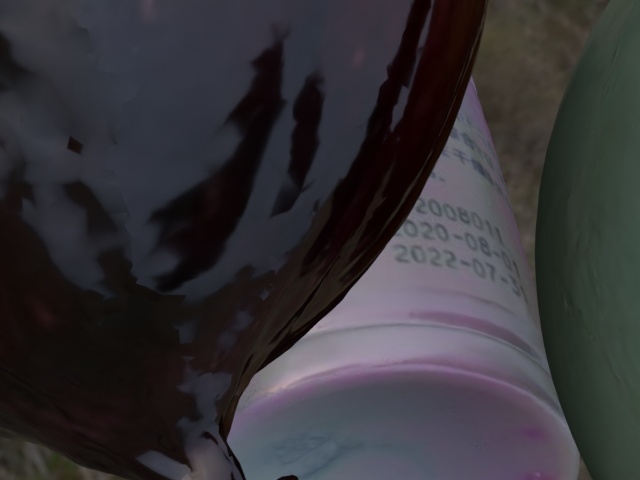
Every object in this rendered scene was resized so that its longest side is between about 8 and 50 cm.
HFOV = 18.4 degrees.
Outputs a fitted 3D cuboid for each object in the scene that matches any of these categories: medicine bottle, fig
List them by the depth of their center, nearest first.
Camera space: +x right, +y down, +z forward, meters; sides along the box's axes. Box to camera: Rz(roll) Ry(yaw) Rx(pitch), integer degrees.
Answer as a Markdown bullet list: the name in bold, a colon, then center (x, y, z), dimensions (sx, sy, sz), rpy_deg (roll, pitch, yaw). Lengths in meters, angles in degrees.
- **fig**: center (-0.048, -0.029, 0.371), dimensions (0.186, 0.204, 0.249), rpy_deg (-1, 65, -18)
- **medicine bottle**: center (0.000, 0.000, 0.769), dimensions (0.152, 0.152, 0.254), rpy_deg (28, 34, -34)

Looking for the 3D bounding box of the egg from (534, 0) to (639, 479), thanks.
- **egg**: center (0.212, 0.009, 0.586), dimensions (0.389, 0.276, 0.276), rpy_deg (14, 57, -56)
